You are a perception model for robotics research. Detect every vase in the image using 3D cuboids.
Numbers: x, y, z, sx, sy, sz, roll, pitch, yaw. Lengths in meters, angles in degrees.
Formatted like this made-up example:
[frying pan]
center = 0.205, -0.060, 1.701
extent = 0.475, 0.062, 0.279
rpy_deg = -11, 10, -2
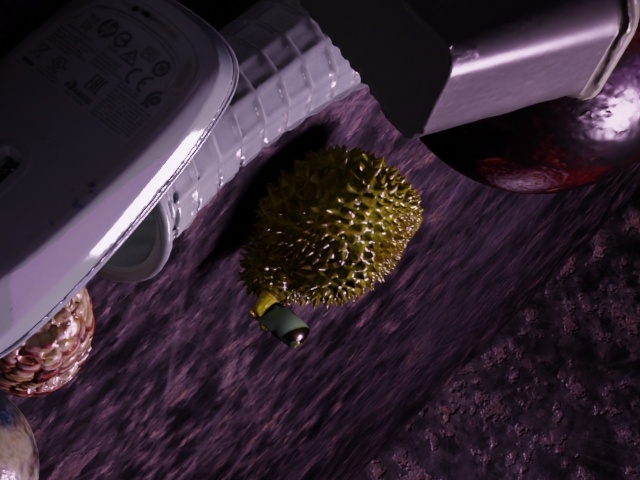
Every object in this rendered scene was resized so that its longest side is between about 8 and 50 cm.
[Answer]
[vase]
center = -0.074, -0.100, 1.494
extent = 0.299, 0.143, 0.143
rpy_deg = -39, 162, -40

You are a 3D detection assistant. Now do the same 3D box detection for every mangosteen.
[mangosteen]
center = 0.180, -0.174, 1.724
extent = 0.313, 0.297, 0.297
rpy_deg = -36, 161, -49

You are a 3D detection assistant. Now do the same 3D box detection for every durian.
[durian]
center = 0.005, -0.008, 1.929
extent = 0.198, 0.146, 0.159
rpy_deg = -42, 172, 29

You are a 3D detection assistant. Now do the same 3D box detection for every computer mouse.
[computer mouse]
center = -0.176, -0.037, 1.294
extent = 0.288, 0.159, 0.097
rpy_deg = -45, 144, -12

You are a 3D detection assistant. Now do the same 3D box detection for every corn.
[corn]
center = -0.211, 0.063, 1.461
extent = 0.098, 0.098, 0.290
rpy_deg = -45, -177, -13

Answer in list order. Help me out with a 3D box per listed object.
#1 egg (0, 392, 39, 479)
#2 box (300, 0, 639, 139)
[egg]
center = -0.303, 0.190, 1.550
extent = 0.181, 0.141, 0.141
rpy_deg = -42, 168, 19
[box]
center = 0.082, -0.209, 1.455
extent = 0.178, 0.274, 0.138
rpy_deg = -22, 151, -32
